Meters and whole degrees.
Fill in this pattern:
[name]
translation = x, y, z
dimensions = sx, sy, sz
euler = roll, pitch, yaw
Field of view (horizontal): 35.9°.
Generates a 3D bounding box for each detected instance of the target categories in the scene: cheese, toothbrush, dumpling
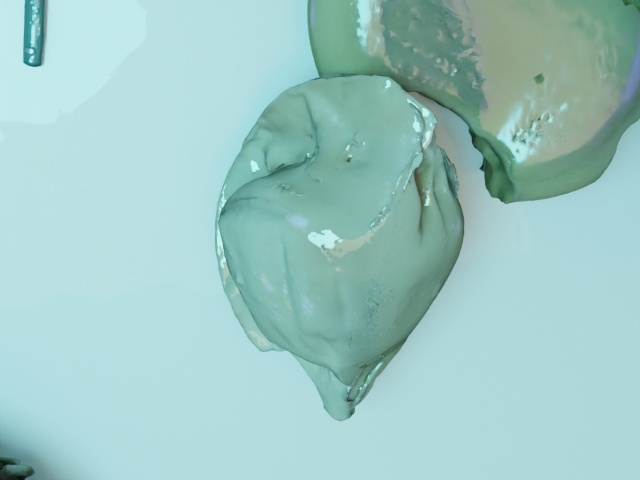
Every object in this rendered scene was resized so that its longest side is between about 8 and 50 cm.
[cheese]
translation = 0.041, -0.133, 0.494
dimensions = 0.286, 0.082, 0.163
euler = 25, 101, -10
[toothbrush]
translation = -0.142, -0.170, 0.492
dimensions = 0.011, 0.014, 0.167
euler = 10, 106, 8
[dumpling]
translation = 0.000, 0.000, 0.509
dimensions = 0.136, 0.118, 0.199
euler = 25, 121, 27

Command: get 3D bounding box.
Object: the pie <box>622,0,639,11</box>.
[pie]
translation = 0.295, -0.161, 0.383
dimensions = 0.395, 0.418, 0.180
euler = -31, 151, -4

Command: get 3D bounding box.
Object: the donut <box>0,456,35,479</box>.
[donut]
translation = -0.261, 0.211, 0.546
dimensions = 0.270, 0.103, 0.269
euler = -1, 107, -4
